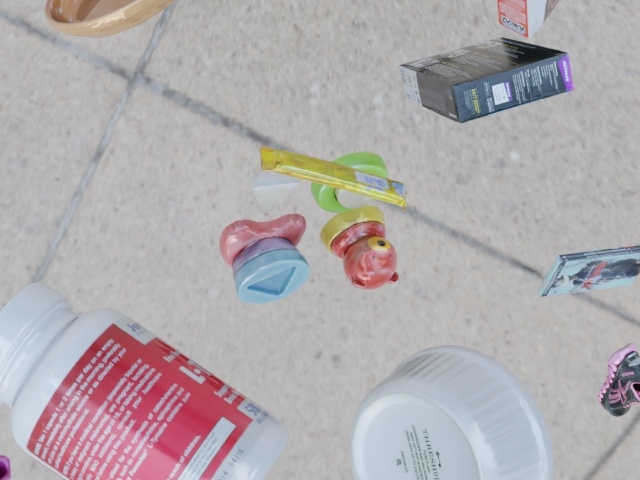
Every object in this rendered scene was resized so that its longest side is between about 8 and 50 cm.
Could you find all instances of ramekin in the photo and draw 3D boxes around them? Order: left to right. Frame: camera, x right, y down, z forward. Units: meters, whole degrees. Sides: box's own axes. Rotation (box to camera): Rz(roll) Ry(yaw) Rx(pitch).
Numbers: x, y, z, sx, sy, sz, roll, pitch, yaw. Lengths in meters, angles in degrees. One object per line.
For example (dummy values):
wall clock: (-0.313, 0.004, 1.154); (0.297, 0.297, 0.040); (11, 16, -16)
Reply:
ramekin: (0.158, 0.282, 1.491); (0.273, 0.127, 0.273); (11, 107, 39)

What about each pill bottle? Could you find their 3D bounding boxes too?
pill bottle: (-0.264, 0.238, 1.528); (0.408, 0.229, 0.229); (34, 113, 4)

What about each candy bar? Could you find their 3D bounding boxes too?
candy bar: (0.016, -0.063, 1.135); (0.161, 0.040, 0.018); (15, 124, -15)

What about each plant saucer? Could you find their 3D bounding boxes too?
plant saucer: (-0.218, -0.291, 1.277); (0.200, 0.200, 0.037); (-22, 128, 10)

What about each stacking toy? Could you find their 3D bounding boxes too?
stacking toy: (0.000, 0.000, 1.871); (0.309, 0.130, 0.279); (-13, 149, -18)

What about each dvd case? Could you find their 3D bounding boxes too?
dvd case: (0.326, 0.036, 1.336); (0.119, 0.013, 0.087); (-5, 150, -10)

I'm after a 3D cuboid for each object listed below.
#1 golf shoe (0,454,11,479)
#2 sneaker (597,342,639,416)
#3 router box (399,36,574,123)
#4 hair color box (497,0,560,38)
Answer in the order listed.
golf shoe: (-0.624, 0.360, 1.846); (0.140, 0.115, 0.306); (-19, 156, 9)
sneaker: (0.352, 0.171, 1.282); (0.047, 0.057, 0.119); (-30, 143, -19)
router box: (0.178, -0.180, 1.244); (0.133, 0.179, 0.046); (-17, 109, -9)
hair color box: (0.265, -0.340, 1.411); (0.053, 0.167, 0.093); (34, 78, 22)
